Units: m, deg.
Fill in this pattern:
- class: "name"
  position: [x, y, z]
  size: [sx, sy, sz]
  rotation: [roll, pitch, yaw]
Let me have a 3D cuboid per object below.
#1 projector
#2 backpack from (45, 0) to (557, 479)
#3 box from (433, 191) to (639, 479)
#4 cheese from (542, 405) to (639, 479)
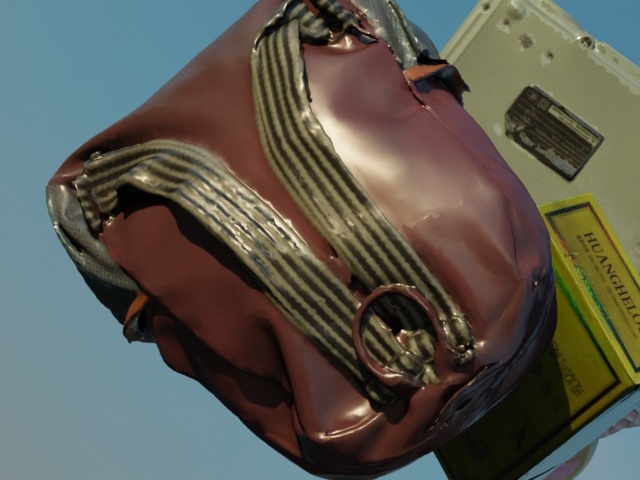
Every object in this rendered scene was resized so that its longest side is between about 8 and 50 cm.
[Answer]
- class: "projector"
  position: [0.198, -0.074, 1.595]
  size: [0.256, 0.192, 0.099]
  rotation: [37, -7, 4]
- class: "backpack"
  position: [0.000, 0.000, 1.241]
  size: [0.317, 0.283, 0.197]
  rotation: [52, 4, 31]
- class: "box"
  position: [0.145, 0.084, 1.348]
  size: [0.141, 0.064, 0.220]
  rotation: [62, -37, 16]
- class: "cheese"
  position: [0.244, 0.194, 1.940]
  size: [0.064, 0.227, 0.137]
  rotation: [-115, -167, -48]
